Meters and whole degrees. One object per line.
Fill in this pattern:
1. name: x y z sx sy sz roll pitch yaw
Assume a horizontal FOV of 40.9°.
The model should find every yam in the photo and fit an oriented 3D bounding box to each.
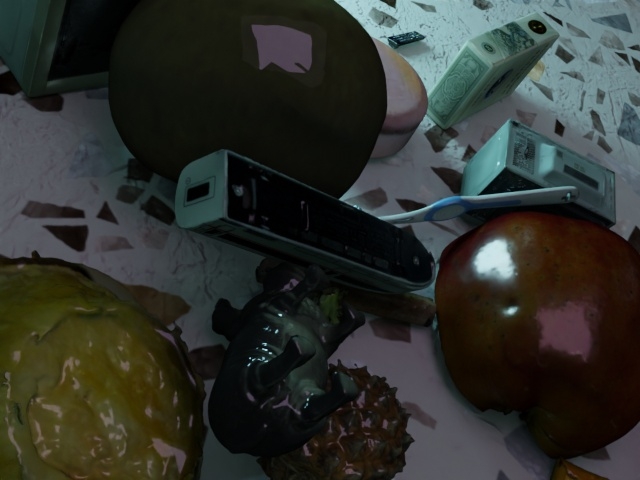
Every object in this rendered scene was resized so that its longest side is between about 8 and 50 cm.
1. yam: 0.037 0.069 1.164 0.264 0.046 0.046 16 46 -19

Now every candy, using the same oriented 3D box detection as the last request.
1. candy: 0.056 -0.240 1.407 0.255 0.094 0.255 16 46 -17

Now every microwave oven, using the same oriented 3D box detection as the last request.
1. microwave oven: 0.348 -0.074 1.383 0.208 0.162 0.122 24 52 -12
2. microwave oven: -0.325 -0.419 1.159 0.218 0.355 0.286 -19 63 -39

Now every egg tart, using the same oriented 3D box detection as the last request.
1. egg tart: -0.228 0.163 0.800 0.345 0.132 0.345 22 55 -36

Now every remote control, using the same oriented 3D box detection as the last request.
1. remote control: 0.164 -0.386 1.653 0.034 0.016 0.091 38 41 28

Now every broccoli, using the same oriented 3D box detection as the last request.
1. broccoli: -0.003 0.095 1.085 0.097 0.092 0.095 0 31 -14

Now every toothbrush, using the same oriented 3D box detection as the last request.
1. toothbrush: 0.198 -0.046 1.269 0.386 0.040 0.040 -5 52 -4

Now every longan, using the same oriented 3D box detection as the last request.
1. longan: -0.098 -0.188 1.127 0.361 0.361 0.361 16 47 -17

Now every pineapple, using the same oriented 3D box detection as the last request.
1. pineapple: 0.026 0.214 0.955 0.166 0.166 0.193 43 42 10

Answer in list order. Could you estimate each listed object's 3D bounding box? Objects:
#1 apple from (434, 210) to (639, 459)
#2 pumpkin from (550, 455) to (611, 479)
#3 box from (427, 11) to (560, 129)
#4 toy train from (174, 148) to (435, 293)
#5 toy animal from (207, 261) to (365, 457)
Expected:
1. apple: 0.333 0.125 1.235 0.328 0.295 0.365 2 38 22
2. pumpkin: 0.362 0.351 1.000 0.139 0.190 0.280 25 44 -7
3. box: 0.310 -0.312 1.565 0.069 0.164 0.256 48 45 12
4. toy train: 0.000 0.000 1.062 0.407 0.088 0.086 22 59 -46
5. toy animal: -0.040 0.104 0.908 0.106 0.168 0.343 46 6 -15
